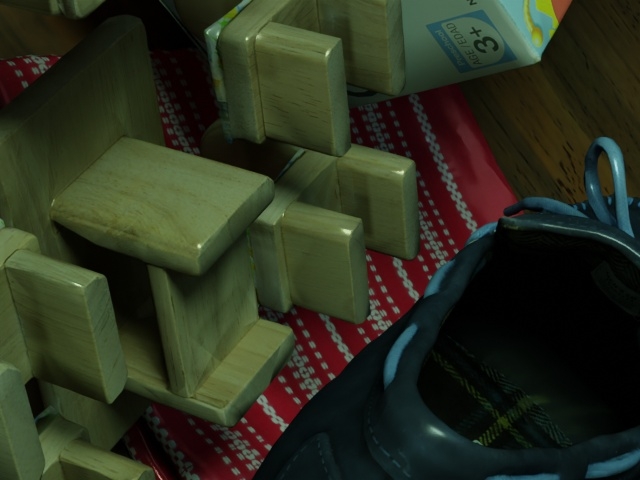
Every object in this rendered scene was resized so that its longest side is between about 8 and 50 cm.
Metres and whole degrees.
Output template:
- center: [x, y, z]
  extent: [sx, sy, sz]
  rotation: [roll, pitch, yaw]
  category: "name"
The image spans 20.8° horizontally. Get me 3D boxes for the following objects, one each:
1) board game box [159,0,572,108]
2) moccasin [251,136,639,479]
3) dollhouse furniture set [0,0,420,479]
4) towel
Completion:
- center: [0.047, -0.195, 0.666]
  extent: [0.144, 0.142, 0.275]
  rotation: [50, 54, -27]
  category: "board game box"
- center: [0.096, 0.051, 0.644]
  extent: [0.137, 0.117, 0.342]
  rotation: [39, 31, 7]
  category: "moccasin"
- center: [-0.095, -0.040, 0.535]
  extent: [0.212, 0.161, 0.242]
  rotation: [-49, 145, -40]
  category: "dollhouse furniture set"
- center: [0.000, 0.000, 0.731]
  extent: [0.274, 0.031, 0.199]
  rotation: [-11, 69, -49]
  category: "towel"
